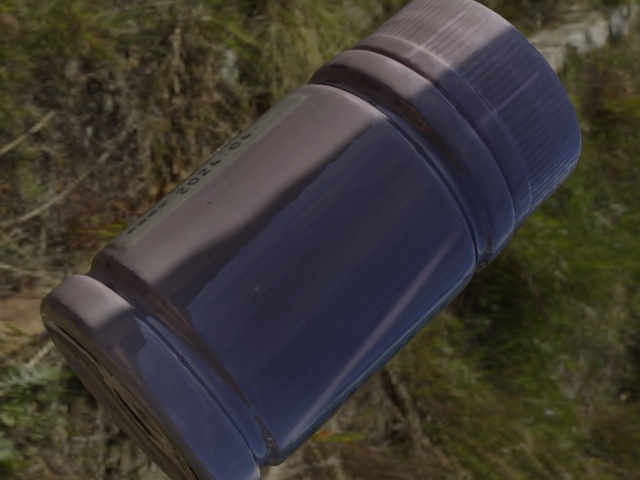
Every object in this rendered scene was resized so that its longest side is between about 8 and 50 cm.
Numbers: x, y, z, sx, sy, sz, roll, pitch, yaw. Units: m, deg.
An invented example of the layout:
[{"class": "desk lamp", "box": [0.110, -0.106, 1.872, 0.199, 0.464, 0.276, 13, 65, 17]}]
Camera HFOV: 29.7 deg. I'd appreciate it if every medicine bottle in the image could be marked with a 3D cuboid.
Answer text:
[{"class": "medicine bottle", "box": [0.000, 0.000, 0.581, 0.250, 0.133, 0.133, -42, 128, -18]}]
